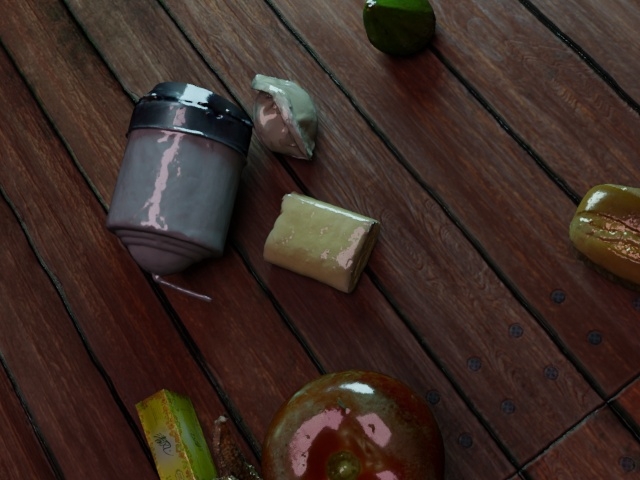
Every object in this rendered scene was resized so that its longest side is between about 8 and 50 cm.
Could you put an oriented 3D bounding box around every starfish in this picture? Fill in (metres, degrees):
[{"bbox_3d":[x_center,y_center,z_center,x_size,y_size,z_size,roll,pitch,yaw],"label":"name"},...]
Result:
[{"bbox_3d":[-0.118,0.366,1.333,0.084,0.293,0.301,-23,64,-1],"label":"starfish"}]

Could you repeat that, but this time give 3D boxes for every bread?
[{"bbox_3d":[0.000,-0.001,1.525,0.178,0.060,0.140,18,81,25],"label":"bread"},{"bbox_3d":[0.485,0.006,1.309,0.236,0.106,0.140,25,82,25],"label":"bread"}]

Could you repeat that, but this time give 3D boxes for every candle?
[{"bbox_3d":[-0.254,-0.083,1.562,0.221,0.221,0.343,8,77,23],"label":"candle"}]

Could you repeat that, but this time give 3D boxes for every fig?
[{"bbox_3d":[0.126,-0.390,1.547,0.123,0.156,0.123,-7,74,25],"label":"fig"}]

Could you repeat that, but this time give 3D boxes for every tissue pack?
[{"bbox_3d":[-0.234,0.342,1.488,0.062,0.095,0.176,-30,64,9],"label":"tissue pack"}]

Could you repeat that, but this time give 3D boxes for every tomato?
[{"bbox_3d":[0.054,0.323,1.311,0.270,0.222,0.270,-2,80,12],"label":"tomato"}]

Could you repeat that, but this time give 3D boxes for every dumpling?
[{"bbox_3d":[-0.071,-0.226,1.585,0.118,0.136,0.199,-38,48,2],"label":"dumpling"}]
